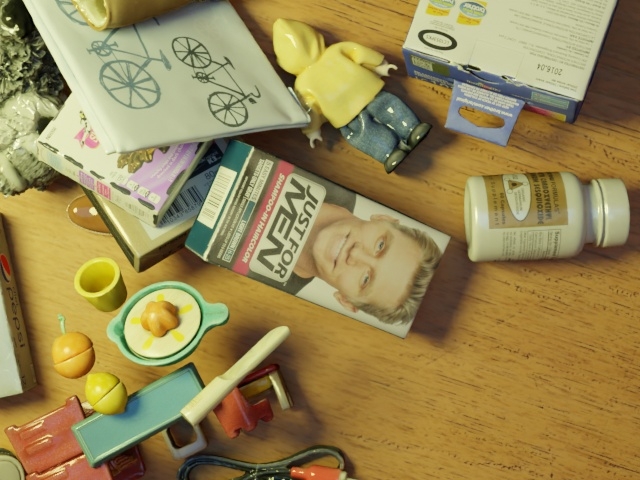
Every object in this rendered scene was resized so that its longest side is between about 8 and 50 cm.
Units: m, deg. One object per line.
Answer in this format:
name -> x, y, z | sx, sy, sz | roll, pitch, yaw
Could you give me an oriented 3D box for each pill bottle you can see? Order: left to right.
pill bottle -> 0.335, -0.037, 1.624 | 0.229, 0.131, 0.131 | -3, 91, 2

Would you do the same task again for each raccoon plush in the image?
raccoon plush -> -0.533, -0.249, 1.661 | 0.446, 0.216, 0.299 | 20, 104, 25

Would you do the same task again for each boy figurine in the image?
boy figurine -> 0.028, -0.222, 1.652 | 0.285, 0.092, 0.177 | 40, 92, 2

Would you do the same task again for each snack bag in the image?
snack bag -> -0.218, -0.263, 1.549 | 0.323, 0.343, 0.037 | 57, 137, 21

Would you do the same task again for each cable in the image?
cable -> -0.076, 0.365, 1.675 | 0.287, 0.072, 0.139 | 15, 86, 2

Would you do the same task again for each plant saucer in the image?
plant saucer -> -0.249, 0.243, 1.515 | 0.192, 0.018, 0.067 | -28, 85, -5

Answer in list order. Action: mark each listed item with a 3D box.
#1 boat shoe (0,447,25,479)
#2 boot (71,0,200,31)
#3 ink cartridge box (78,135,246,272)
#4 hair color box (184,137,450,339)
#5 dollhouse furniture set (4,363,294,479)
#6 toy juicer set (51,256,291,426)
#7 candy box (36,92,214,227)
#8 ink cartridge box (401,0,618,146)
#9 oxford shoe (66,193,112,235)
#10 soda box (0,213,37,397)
boat shoe -> -0.518, 0.481, 1.694 | 0.112, 0.095, 0.335 | 3, 96, -34
boot -> -0.261, -0.424, 1.566 | 0.236, 0.269, 0.089 | 54, 136, 14
ink cartridge box -> -0.221, -0.095, 1.616 | 0.235, 0.088, 0.193 | -32, 80, -17
hair color box -> 0.000, 0.000, 1.579 | 0.347, 0.105, 0.173 | 23, 92, -26
dollhouse furniture set -> -0.241, 0.260, 1.615 | 0.374, 0.201, 0.152 | -25, 85, 0
toy juicer set -> -0.233, 0.148, 1.496 | 0.329, 0.089, 0.209 | 15, 60, 23
candy box -> -0.272, -0.140, 1.536 | 0.196, 0.070, 0.164 | 30, 68, 0
ink cartridge box -> 0.287, -0.343, 1.578 | 0.270, 0.151, 0.395 | 19, 85, 11
oxford shoe -> -0.291, -0.041, 1.674 | 0.212, 0.076, 0.076 | 3, 93, 3
soda box -> -0.521, 0.101, 1.676 | 0.098, 0.091, 0.286 | -12, 91, 1
